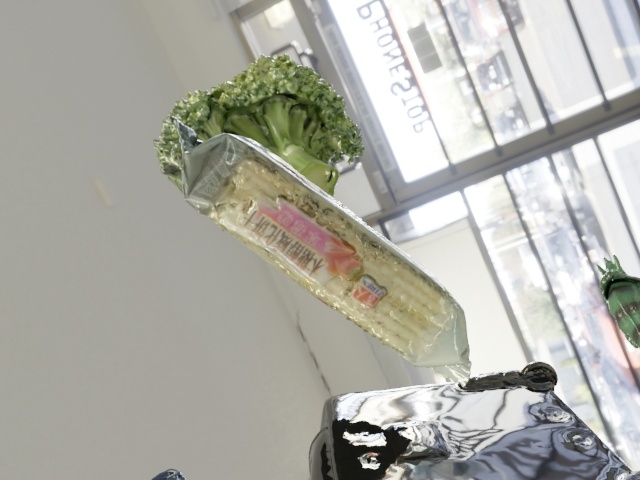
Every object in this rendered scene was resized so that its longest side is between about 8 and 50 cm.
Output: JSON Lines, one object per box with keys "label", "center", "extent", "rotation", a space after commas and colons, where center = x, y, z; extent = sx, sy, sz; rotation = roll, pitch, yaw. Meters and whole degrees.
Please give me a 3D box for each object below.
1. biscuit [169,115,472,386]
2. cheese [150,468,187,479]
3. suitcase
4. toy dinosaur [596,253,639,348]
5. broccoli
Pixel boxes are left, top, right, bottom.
{"label": "biscuit", "center": [-0.001, -0.001, 0.597], "extent": [0.309, 0.079, 0.186], "rotation": [35, -177, -8]}
{"label": "cheese", "center": [-0.198, 0.249, 0.442], "extent": [0.177, 0.270, 0.069], "rotation": [15, 130, 56]}
{"label": "suitcase", "center": [0.151, 0.275, 0.718], "extent": [0.345, 0.339, 0.188], "rotation": [-103, 9, -78]}
{"label": "toy dinosaur", "center": [0.528, 0.136, 1.100], "extent": [0.120, 0.079, 0.292], "rotation": [37, -151, -39]}
{"label": "broccoli", "center": [-0.091, -0.185, 1.125], "extent": [0.375, 0.302, 0.249], "rotation": [-4, -86, -29]}
